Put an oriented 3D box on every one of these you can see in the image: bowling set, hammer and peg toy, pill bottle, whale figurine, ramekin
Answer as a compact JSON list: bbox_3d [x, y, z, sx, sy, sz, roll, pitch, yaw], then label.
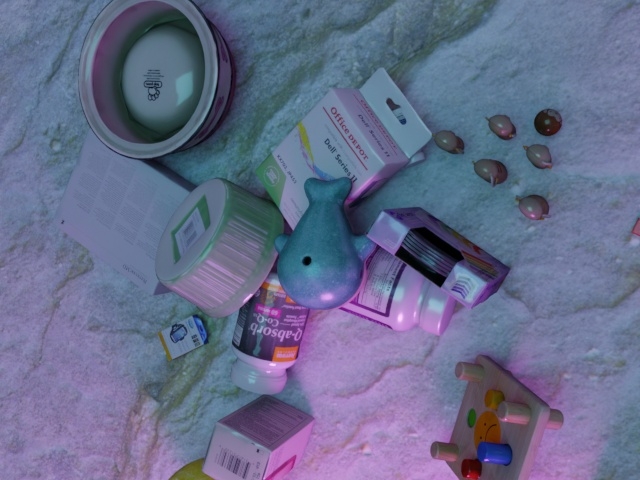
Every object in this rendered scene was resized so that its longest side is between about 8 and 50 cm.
[{"bbox_3d":[0.378,-0.189,1.290,0.287,0.154,0.200,38,106,17],"label":"bowling set"},{"bbox_3d":[0.326,0.437,1.286,0.127,0.266,0.362,13,98,-16],"label":"hammer and peg toy"},{"bbox_3d":[-0.115,0.199,1.513,0.162,0.162,0.279,17,99,21],"label":"pill bottle"},{"bbox_3d":[0.135,0.093,1.399,0.301,0.169,0.169,19,100,21],"label":"pill bottle"},{"bbox_3d":[0.000,0.000,1.296,0.216,0.141,0.272,2,82,20],"label":"whale figurine"},{"bbox_3d":[-0.238,0.007,1.477,0.303,0.148,0.304,-33,40,33],"label":"ramekin"},{"bbox_3d":[0.184,-0.222,1.418,0.067,0.067,0.120,-22,84,22],"label":"pill bottle"}]

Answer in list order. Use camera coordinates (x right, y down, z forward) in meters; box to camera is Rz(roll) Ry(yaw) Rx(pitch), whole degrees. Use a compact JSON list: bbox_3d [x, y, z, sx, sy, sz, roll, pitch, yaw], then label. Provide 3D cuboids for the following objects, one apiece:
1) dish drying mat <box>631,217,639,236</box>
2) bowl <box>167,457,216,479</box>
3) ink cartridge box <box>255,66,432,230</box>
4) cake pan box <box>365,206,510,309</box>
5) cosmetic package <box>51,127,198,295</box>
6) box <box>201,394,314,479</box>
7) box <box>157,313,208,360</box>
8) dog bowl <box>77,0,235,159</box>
[{"bbox_3d":[0.646,-0.012,1.263,0.083,0.008,0.032,28,102,21],"label":"dish drying mat"},{"bbox_3d":[-0.211,0.597,1.556,0.289,0.290,0.156,21,58,21],"label":"bowl"},{"bbox_3d":[0.042,-0.183,1.409,0.353,0.119,0.207,-42,76,33],"label":"ink cartridge box"},{"bbox_3d":[0.238,0.026,1.299,0.245,0.267,0.070,35,107,20],"label":"cake pan box"},{"bbox_3d":[-0.491,-0.077,1.695,0.377,0.097,0.285,32,102,18],"label":"cosmetic package"},{"bbox_3d":[-0.137,0.463,1.495,0.148,0.232,0.127,21,101,21],"label":"box"},{"bbox_3d":[-0.348,0.247,1.687,0.136,0.028,0.081,-26,82,19],"label":"box"},{"bbox_3d":[-0.388,-0.397,1.609,0.407,0.150,0.408,1,93,22],"label":"dog bowl"}]
